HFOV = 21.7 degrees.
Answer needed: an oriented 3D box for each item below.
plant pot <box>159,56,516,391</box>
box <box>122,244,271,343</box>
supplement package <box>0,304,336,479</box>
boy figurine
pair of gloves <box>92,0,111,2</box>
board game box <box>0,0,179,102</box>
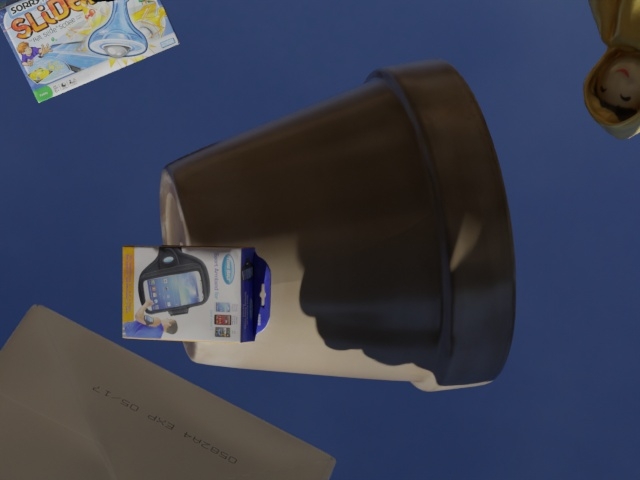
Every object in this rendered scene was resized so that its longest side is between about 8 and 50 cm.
[{"bbox_3d":[0.000,0.000,1.586,0.280,0.323,0.323,-8,-140,-12],"label":"plant pot"},{"bbox_3d":[-0.105,0.045,1.407,0.136,0.081,0.028,0,-179,30],"label":"box"},{"bbox_3d":[-0.151,0.222,0.964,0.199,0.262,0.198,28,-139,-1],"label":"supplement package"},{"bbox_3d":[0.317,-0.232,1.564,0.177,0.285,0.092,30,-160,21],"label":"boy figurine"},{"bbox_3d":[-0.135,-0.193,1.076,0.074,0.010,0.083,-34,-113,-7],"label":"pair of gloves"},{"bbox_3d":[-0.301,-0.279,2.152,0.201,0.136,0.035,-23,-155,1],"label":"board game box"}]
